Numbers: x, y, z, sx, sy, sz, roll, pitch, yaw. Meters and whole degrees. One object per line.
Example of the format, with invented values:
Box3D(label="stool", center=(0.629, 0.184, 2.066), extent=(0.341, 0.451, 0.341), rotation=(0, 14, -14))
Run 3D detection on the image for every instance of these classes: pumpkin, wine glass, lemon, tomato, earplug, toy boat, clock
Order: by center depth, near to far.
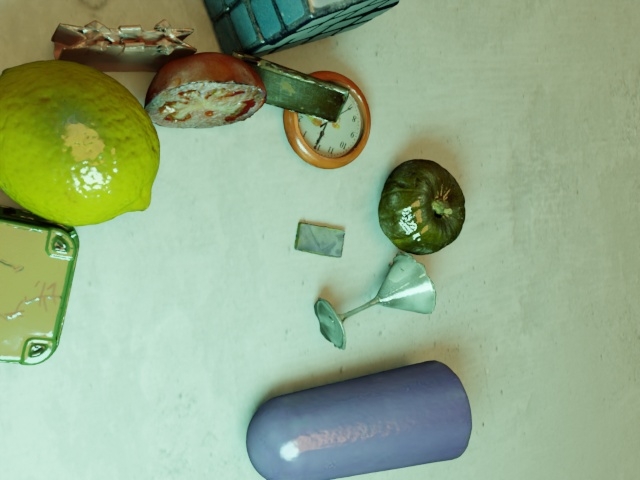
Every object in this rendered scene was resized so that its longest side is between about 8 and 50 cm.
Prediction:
Box3D(label="lemon", center=(-0.383, -0.147, 0.930), extent=(0.267, 0.267, 0.268), rotation=(0, 91, -29))
Box3D(label="tomato", center=(-0.209, -0.268, 1.056), extent=(0.224, 0.225, 0.085), rotation=(-6, 85, -29))
Box3D(label="earplug", center=(0.069, 0.377, 1.224), extent=(0.455, 0.215, 0.216), rotation=(-2, 92, -26))
Box3D(label="clock", center=(0.015, -0.253, 1.263), extent=(0.205, 0.051, 0.206), rotation=(-1, 93, -27))
Box3D(label="wine glass", center=(0.112, 0.134, 1.277), extent=(0.232, 0.156, 0.156), rotation=(-23, 102, -22))
Box3D(label="toy boat", center=(0.000, 0.000, 1.279), extent=(0.114, 0.016, 0.064), rotation=(11, 86, -28))
Box3D(label="pumpkin", center=(0.228, -0.073, 1.318), extent=(0.218, 0.162, 0.219), rotation=(2, 87, -35))

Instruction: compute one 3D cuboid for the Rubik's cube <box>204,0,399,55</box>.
Box3D(label="Rubik's cube", center=(-0.028, -0.554, 1.074), extent=(0.343, 0.337, 0.345), rotation=(-29, 103, -26))

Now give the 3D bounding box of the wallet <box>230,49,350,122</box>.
Box3D(label="wallet", center=(-0.065, -0.291, 1.142), extent=(0.232, 0.122, 0.031), rotation=(15, 70, -6))

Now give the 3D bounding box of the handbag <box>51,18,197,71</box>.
Box3D(label="handbag", center=(-0.331, -0.325, 1.008), extent=(0.212, 0.157, 0.060), rotation=(-8, 95, -28))

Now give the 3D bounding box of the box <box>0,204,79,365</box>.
Box3D(label="box", center=(-0.537, 0.063, 0.889), extent=(0.328, 0.177, 0.253), rotation=(12, 87, -29))
